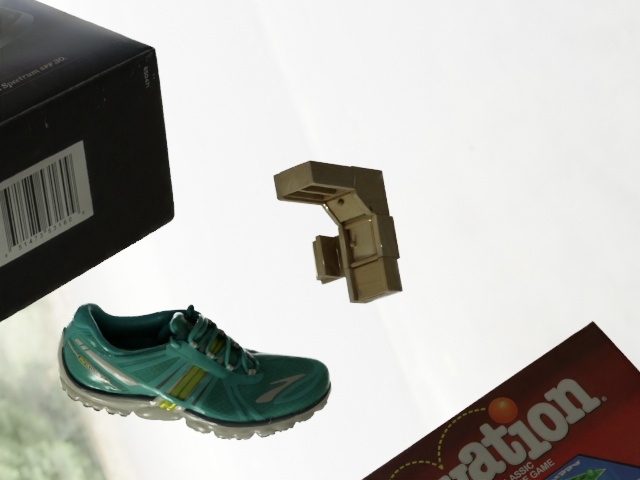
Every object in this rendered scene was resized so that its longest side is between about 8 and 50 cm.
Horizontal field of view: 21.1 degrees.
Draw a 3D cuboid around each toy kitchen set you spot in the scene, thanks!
[{"bbox_3d":[0.000,0.000,1.117,0.068,0.075,0.083,-21,73,39],"label":"toy kitchen set"}]

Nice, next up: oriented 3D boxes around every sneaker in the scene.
[{"bbox_3d":[-0.122,0.123,1.691,0.107,0.275,0.110,-93,13,-58],"label":"sneaker"}]

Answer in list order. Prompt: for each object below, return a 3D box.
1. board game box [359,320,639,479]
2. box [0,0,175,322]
[{"bbox_3d":[0.096,0.175,1.000,0.145,0.281,0.027,49,162,27],"label":"board game box"},{"bbox_3d":[-0.333,-0.076,1.432,0.294,0.296,0.182,24,132,36],"label":"box"}]
